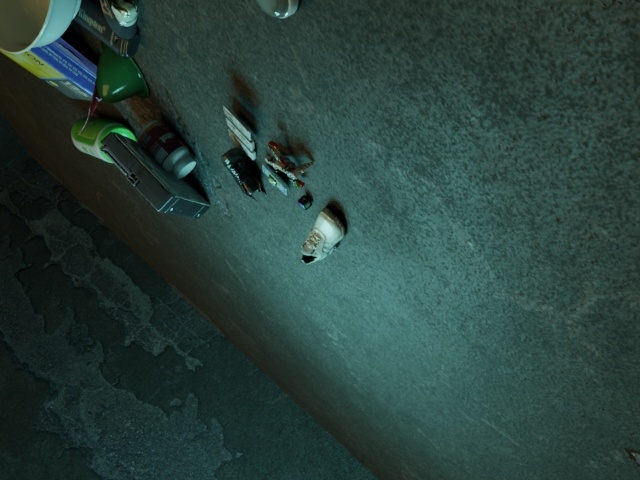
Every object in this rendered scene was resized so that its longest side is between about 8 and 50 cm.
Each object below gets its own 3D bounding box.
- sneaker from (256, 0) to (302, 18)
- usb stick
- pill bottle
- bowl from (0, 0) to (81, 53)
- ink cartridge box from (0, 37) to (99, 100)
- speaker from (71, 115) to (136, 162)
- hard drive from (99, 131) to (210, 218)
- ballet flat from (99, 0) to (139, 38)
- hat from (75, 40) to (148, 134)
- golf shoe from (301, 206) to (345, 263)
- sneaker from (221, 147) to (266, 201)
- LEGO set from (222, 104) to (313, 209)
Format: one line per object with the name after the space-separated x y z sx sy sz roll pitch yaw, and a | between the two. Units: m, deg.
-0.152 -0.394 0.801 0.123 0.178 0.296 13 140 55 | sneaker
-0.516 -0.512 1.437 0.278 0.045 0.077 38 118 21 | usb stick
-0.405 -0.240 1.659 0.152 0.086 0.086 46 158 3 | pill bottle
-0.632 -0.565 1.393 0.297 0.134 0.298 8 105 32 | bowl
-0.750 -0.497 1.731 0.307 0.072 0.303 18 165 47 | ink cartridge box
-0.697 -0.325 2.002 0.296 0.131 0.131 21 146 48 | speaker
-0.438 -0.169 1.699 0.237 0.064 0.339 46 -176 6 | hard drive
-0.413 -0.495 1.271 0.074 0.074 0.203 33 152 33 | ballet flat
-0.555 -0.377 1.573 0.173 0.183 0.209 29 152 38 | hat
0.000 0.000 1.313 0.069 0.086 0.176 43 156 16 | golf shoe
-0.170 -0.145 1.408 0.089 0.051 0.170 52 175 10 | sneaker
-0.097 -0.172 1.287 0.244 0.060 0.182 47 170 6 | LEGO set
